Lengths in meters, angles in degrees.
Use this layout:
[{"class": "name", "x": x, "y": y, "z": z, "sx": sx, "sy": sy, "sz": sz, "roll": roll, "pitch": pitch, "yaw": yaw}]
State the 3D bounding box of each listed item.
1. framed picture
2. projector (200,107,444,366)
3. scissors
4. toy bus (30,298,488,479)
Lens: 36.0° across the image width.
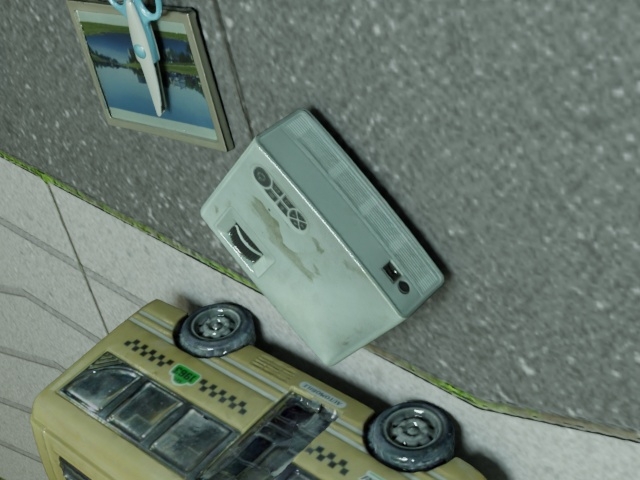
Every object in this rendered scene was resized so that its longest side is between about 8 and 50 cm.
[{"class": "framed picture", "x": -0.130, "y": -0.127, "z": 0.743, "sx": 0.149, "sy": 0.011, "sz": 0.109, "roll": 16, "pitch": 131, "yaw": 40}, {"class": "projector", "x": 0.000, "y": 0.000, "z": 0.662, "sx": 0.147, "sy": 0.061, "sz": 0.115, "roll": 51, "pitch": 144, "yaw": 2}, {"class": "scissors", "x": -0.125, "y": -0.140, "z": 0.697, "sx": 0.058, "sy": 0.014, "sz": 0.119, "roll": 21, "pitch": 139, "yaw": 32}, {"class": "toy bus", "x": -0.049, "y": 0.202, "z": 0.775, "sx": 0.365, "sy": 0.202, "sz": 0.177, "roll": 22, "pitch": 134, "yaw": 35}]
